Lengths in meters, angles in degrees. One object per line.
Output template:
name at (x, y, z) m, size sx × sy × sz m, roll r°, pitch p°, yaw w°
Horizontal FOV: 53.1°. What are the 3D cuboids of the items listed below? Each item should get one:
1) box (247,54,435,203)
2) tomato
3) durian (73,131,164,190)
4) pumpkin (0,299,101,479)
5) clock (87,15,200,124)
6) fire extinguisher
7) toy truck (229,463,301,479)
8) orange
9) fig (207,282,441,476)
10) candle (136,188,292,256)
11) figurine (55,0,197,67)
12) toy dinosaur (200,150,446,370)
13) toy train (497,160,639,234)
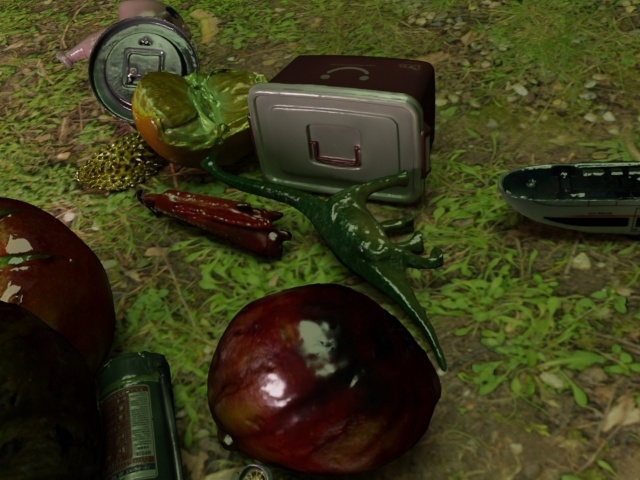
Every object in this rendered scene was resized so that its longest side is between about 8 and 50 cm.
box at (0.048, -0.190, 1.031) m, size 0.294 × 0.193 × 0.167 m, roll 10°, pitch 42°, yaw 20°
tomato at (-0.411, 0.103, 0.818) m, size 0.303 × 0.239 × 0.303 m, roll -6°, pitch 58°, yaw 10°
durian at (-0.347, -0.158, 1.162) m, size 0.215 × 0.086 × 0.100 m, roll -30°, pitch 34°, yaw -13°
pumpkin at (-0.280, 0.175, 0.635) m, size 0.169 × 0.312 × 0.148 m, roll 21°, pitch 59°, yaw 39°
clock at (-0.342, -0.329, 1.255) m, size 0.215 × 0.042 × 0.215 m, roll 0°, pitch 87°, yaw -3°
fire extinguisher at (-0.200, 0.264, 0.715) m, size 0.118 × 0.093 × 0.294 m, roll -29°, pitch 46°, yaw 9°
toy truck at (-0.021, 0.312, 0.626) m, size 0.227 × 0.098 × 0.114 m, roll 24°, pitch 77°, yaw 33°
orange at (-0.200, -0.208, 1.111) m, size 0.237 × 0.158 × 0.179 m, roll -11°, pitch 46°, yaw -16°
fig at (-0.005, 0.149, 0.700) m, size 0.263 × 0.224 × 0.224 m, roll 0°, pitch 47°, yaw 21°
candle at (-0.179, -0.038, 1.019) m, size 0.301 × 0.059 × 0.084 m, roll 14°, pitch 37°, yaw 23°
figurine at (-0.417, -0.446, 1.389) m, size 0.287 × 0.176 × 0.186 m, roll -9°, pitch 70°, yaw 24°
toy dinosaur at (0.000, 0.000, 0.904) m, size 0.301 × 0.087 × 0.447 m, roll -10°, pitch 51°, yaw -8°
toy train at (0.451, -0.054, 0.873) m, size 0.407 × 0.088 × 0.086 m, roll 1°, pitch 46°, yaw 14°
